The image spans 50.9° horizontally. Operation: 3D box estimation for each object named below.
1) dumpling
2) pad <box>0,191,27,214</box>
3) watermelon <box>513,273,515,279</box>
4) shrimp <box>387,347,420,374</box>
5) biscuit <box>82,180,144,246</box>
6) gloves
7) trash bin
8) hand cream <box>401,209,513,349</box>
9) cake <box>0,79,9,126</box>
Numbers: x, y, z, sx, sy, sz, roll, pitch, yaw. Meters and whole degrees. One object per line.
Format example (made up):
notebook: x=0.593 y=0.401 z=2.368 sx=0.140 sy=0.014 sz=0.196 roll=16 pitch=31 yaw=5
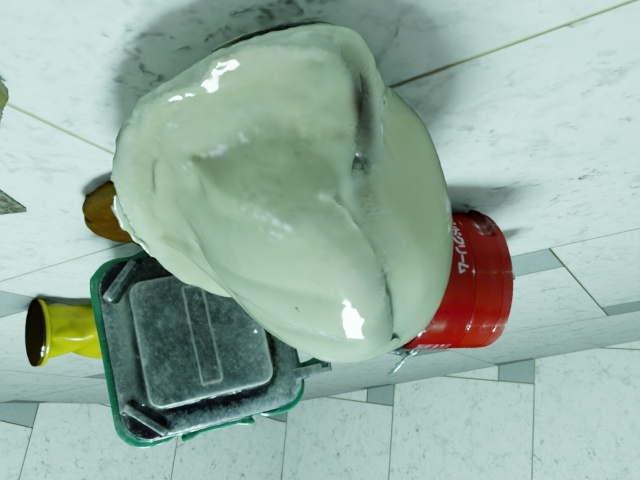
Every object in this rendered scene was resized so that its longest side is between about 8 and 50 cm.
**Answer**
dumpling: x=-0.039 y=-0.016 z=0.615 sx=0.315 sy=0.233 sz=0.395 roll=-5 pitch=147 yaw=8
pad: x=-0.469 y=-0.047 z=0.733 sx=0.234 sy=0.003 sz=0.158 roll=-7 pitch=161 yaw=3
watermelon: x=0.212 y=0.035 z=1.071 sx=0.139 sy=0.071 sz=0.187 roll=16 pitch=161 yaw=-32
shrimp: x=0.144 y=0.167 z=1.274 sx=0.371 sy=0.172 sz=0.137 roll=0 pitch=167 yaw=-36
biscuit: x=-0.176 y=-0.030 z=0.808 sx=0.212 sy=0.036 sz=0.212 roll=-5 pitch=163 yaw=-1
gloves: x=-0.378 y=0.162 z=1.246 sx=0.294 sy=0.116 sz=0.133 roll=2 pitch=168 yaw=-39
trash bin: x=-0.181 y=0.154 z=1.038 sx=0.294 sy=0.259 sz=0.381 roll=-11 pitch=171 yaw=-18
hand cream: x=0.161 y=0.054 z=0.913 sx=0.125 sy=0.193 sz=0.193 roll=-1 pitch=161 yaw=-16
cake: x=-0.265 y=-0.123 z=0.488 sx=0.065 sy=0.052 sz=0.121 roll=-15 pitch=159 yaw=19
